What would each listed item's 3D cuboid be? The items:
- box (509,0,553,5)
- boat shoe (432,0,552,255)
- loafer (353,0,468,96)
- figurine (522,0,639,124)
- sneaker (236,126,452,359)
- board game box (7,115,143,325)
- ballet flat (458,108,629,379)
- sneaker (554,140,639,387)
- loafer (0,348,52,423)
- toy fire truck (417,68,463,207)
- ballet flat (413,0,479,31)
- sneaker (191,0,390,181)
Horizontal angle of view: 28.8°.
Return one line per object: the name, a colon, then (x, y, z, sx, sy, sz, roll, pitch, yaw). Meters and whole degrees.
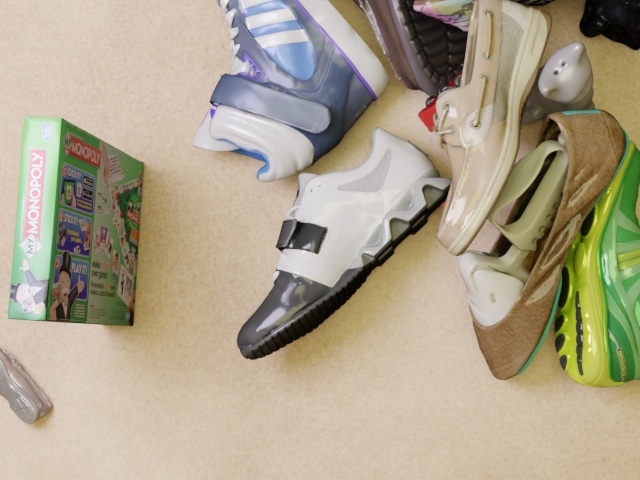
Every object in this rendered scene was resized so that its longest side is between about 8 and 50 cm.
box: (0.286, -0.434, 1.336, 0.073, 0.293, 0.296, -6, 86, -30)
boat shoe: (0.170, -0.131, 1.382, 0.098, 0.109, 0.302, 20, 77, -3)
loafer: (0.081, -0.345, 1.537, 0.133, 0.130, 0.366, -21, 90, -35)
figurine: (0.314, -0.227, 1.438, 0.092, 0.209, 0.215, 37, 90, 9)
sneaker: (0.000, 0.000, 1.507, 0.330, 0.122, 0.146, -44, 80, -10)
board game box: (-0.273, -0.010, 1.436, 0.046, 0.317, 0.214, 2, 85, 8)
ballet flat: (0.233, 0.000, 1.433, 0.124, 0.116, 0.342, 13, 112, -30)
sneaker: (0.350, 0.029, 1.479, 0.123, 0.109, 0.296, 10, 81, -21)
loafer: (-0.390, 0.177, 1.580, 0.125, 0.039, 0.045, 50, 125, 11)
toy fire truck: (0.189, -0.132, 1.472, 0.192, 0.047, 0.135, -45, 101, -26)
ballet flat: (0.203, -0.293, 1.486, 0.221, 0.077, 0.079, -33, 121, -31)
sneaker: (-0.098, -0.226, 1.527, 0.236, 0.130, 0.323, -43, 87, -2)
